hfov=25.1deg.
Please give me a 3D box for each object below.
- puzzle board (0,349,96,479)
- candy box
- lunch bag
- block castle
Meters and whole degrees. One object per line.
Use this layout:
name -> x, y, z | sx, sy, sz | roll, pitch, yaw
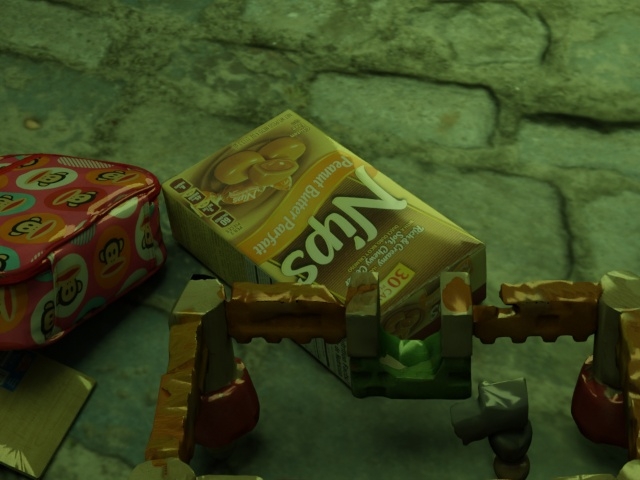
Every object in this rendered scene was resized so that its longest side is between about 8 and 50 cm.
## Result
puzzle board -> -0.290, 0.166, 1.405 | 0.096, 0.011, 0.128 | 24, 48, 3
candy box -> 0.000, 0.000, 1.500 | 0.183, 0.088, 0.316 | -33, 48, -24
lunch bag -> -0.328, 0.003, 1.485 | 0.258, 0.120, 0.293 | 10, 26, 26
block castle -> 0.077, 0.194, 1.203 | 0.453, 0.213, 0.303 | -1, 40, 5
